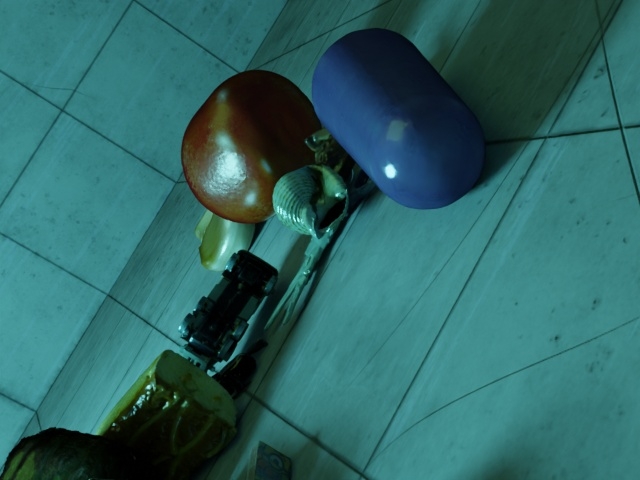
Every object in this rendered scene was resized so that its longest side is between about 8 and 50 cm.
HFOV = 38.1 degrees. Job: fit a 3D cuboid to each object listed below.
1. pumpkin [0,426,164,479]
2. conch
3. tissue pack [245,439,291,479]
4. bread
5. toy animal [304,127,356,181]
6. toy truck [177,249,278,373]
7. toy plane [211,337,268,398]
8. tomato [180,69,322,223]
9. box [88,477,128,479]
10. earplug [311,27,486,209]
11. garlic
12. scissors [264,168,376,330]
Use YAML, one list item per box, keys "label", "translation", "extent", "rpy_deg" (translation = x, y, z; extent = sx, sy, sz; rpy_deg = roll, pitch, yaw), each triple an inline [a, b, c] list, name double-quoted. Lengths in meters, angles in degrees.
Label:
- label: "pumpkin"
  translation: [-0.401, 0.466, 1.555]
  extent: [0.320, 0.320, 0.192]
  rpy_deg: [-47, 16, 28]
- label: "conch"
  translation: [-0.010, -0.068, 1.656]
  extent: [0.135, 0.153, 0.102]
  rpy_deg: [-45, -23, 8]
- label: "tissue pack"
  translation: [-0.073, 0.332, 1.308]
  extent: [0.035, 0.063, 0.083]
  rpy_deg: [-44, 23, 25]
- label: "bread"
  translation: [-0.284, 0.344, 1.640]
  extent: [0.275, 0.184, 0.114]
  rpy_deg: [-47, 11, 29]
- label: "toy animal"
  translation: [0.079, -0.216, 1.751]
  extent: [0.312, 0.097, 0.157]
  rpy_deg: [-47, 27, 5]
- label: "toy truck"
  translation: [-0.186, 0.152, 1.775]
  extent: [0.257, 0.108, 0.140]
  rpy_deg: [-58, -4, -31]
- label: "toy plane"
  translation: [-0.172, 0.257, 1.715]
  extent: [0.197, 0.053, 0.078]
  rpy_deg: [-45, 14, 31]
- label: "tomato"
  translation: [-0.146, -0.202, 2.025]
  extent: [0.293, 0.290, 0.325]
  rpy_deg: [-33, 24, 50]
- label: "box"
  translation: [-0.241, 0.442, 1.313]
  extent: [0.290, 0.220, 0.166]
  rpy_deg: [171, 108, -67]
- label: "earplug"
  translation: [0.123, -0.184, 1.452]
  extent: [0.215, 0.215, 0.456]
  rpy_deg: [-53, 22, 14]
- label: "garlic"
  translation: [-0.214, -0.033, 2.220]
  extent: [0.228, 0.110, 0.217]
  rpy_deg: [-61, 26, 31]
- label: "scissors"
  translation: [0.000, 0.000, 1.723]
  extent: [0.383, 0.029, 0.256]
  rpy_deg: [-62, 18, -15]
